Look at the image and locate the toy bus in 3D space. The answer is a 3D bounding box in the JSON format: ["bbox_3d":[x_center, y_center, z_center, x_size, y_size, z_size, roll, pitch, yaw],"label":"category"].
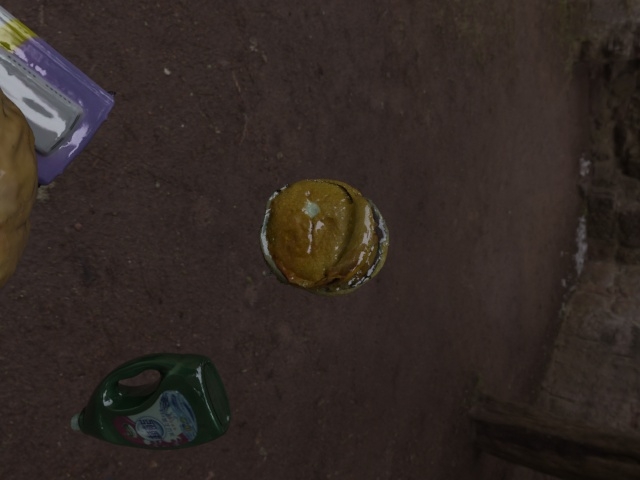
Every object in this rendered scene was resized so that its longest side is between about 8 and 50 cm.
[{"bbox_3d":[-0.552,-0.286,0.778,0.209,0.249,0.440,-52,133,-4],"label":"toy bus"}]

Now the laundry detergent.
[{"bbox_3d":[-0.234,0.215,0.658,0.063,0.210,0.137,-77,154,-66],"label":"laundry detergent"}]

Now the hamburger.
[{"bbox_3d":[0.000,0.000,0.718,0.185,0.177,0.113,-38,162,7],"label":"hamburger"}]

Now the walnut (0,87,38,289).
[{"bbox_3d":[-0.306,-0.048,0.281,0.224,0.257,0.257,-39,133,-84],"label":"walnut"}]
